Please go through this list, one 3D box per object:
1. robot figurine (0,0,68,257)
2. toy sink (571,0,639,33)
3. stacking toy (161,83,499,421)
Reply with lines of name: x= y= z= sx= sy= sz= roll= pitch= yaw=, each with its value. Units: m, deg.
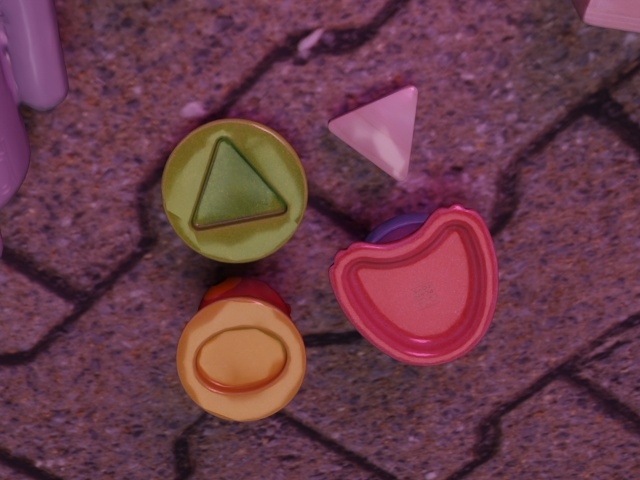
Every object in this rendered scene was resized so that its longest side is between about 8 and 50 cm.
robot figurine: x=-0.342 y=-0.127 z=0.847 sx=0.300 sy=0.200 sz=0.353 roll=-20 pitch=131 yaw=-14
toy sink: x=0.306 y=-0.236 z=0.833 sx=0.234 sy=0.153 sz=0.131 roll=7 pitch=128 yaw=-8
stacking toy: x=0.000 y=0.000 z=1.067 sx=0.308 sy=0.130 sz=0.280 roll=-13 pitch=103 yaw=3
